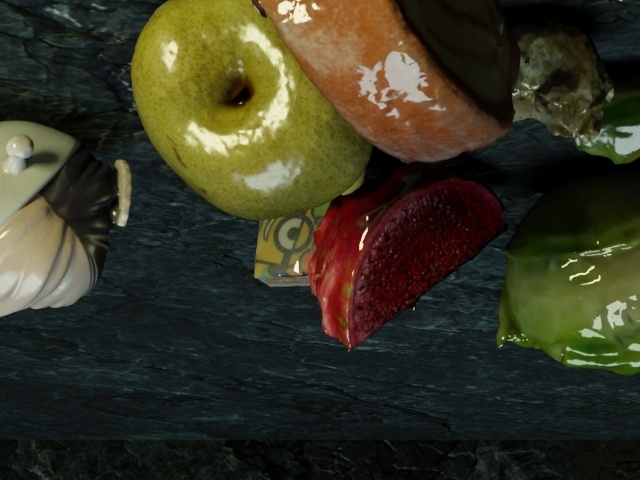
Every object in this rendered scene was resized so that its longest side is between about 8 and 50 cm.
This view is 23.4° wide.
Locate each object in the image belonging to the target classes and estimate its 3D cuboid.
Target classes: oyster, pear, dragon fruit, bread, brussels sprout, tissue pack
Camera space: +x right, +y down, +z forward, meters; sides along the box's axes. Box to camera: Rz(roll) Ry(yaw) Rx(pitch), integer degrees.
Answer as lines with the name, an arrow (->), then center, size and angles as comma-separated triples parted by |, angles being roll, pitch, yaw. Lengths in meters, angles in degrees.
oyster -> 0.163, -0.151, 1.403 | 0.232, 0.107, 0.161 | 15, 179, 43
pear -> -0.054, -0.120, 1.351 | 0.228, 0.188, 0.211 | 43, -172, 10
dragon fruit -> 0.085, -0.012, 1.729 | 0.261, 0.163, 0.189 | -33, 154, -23
bread -> 0.057, -0.166, 1.225 | 0.123, 0.190, 0.244 | -23, 146, 33
brussels sprout -> 0.335, 0.044, 1.744 | 0.259, 0.227, 0.294 | -1, 161, -32
tissue pack -> 0.000, 0.000, 1.889 | 0.148, 0.109, 0.060 | -3, 159, 22

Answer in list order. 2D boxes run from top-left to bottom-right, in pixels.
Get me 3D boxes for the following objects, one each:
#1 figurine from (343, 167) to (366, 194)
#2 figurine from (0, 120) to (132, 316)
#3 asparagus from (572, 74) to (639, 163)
figurine -> 0.008, -0.082, 1.715 | 0.083, 0.083, 0.187 | 6, 175, -3
figurine -> -0.397, -0.015, 1.755 | 0.361, 0.253, 0.211 | 0, 147, 42
asparagus -> 0.367, -0.123, 1.429 | 0.343, 0.085, 0.082 | 1, 138, 22
